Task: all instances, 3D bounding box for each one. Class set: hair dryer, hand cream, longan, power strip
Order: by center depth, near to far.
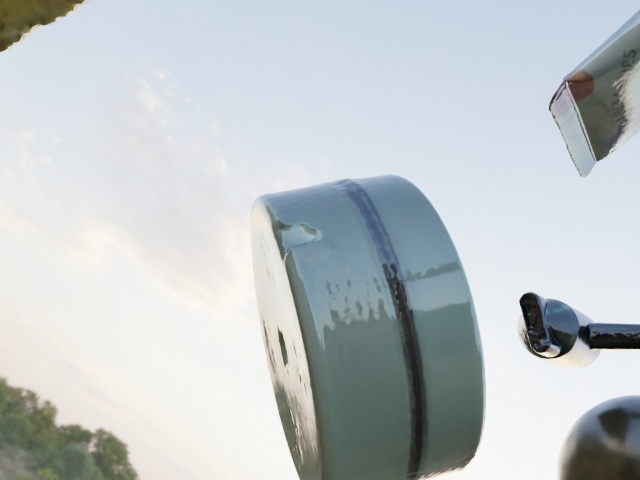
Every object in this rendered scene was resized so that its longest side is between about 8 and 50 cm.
[{"bbox_3d":[0.302,-0.181,0.437,0.124,0.341,0.077,34,16,-53],"label":"hand cream"},{"bbox_3d":[0.033,0.108,0.708,0.357,0.162,0.357,170,-90,-77],"label":"power strip"},{"bbox_3d":[0.510,0.160,1.135,0.303,0.116,0.244,-7,-18,34],"label":"hair dryer"},{"bbox_3d":[0.611,0.450,1.155,0.361,0.360,0.361,26,-29,15],"label":"longan"}]

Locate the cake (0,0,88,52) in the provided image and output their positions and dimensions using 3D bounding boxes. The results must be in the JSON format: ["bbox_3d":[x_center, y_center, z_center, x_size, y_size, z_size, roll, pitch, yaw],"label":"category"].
[{"bbox_3d":[-0.339,-0.324,0.540,0.223,0.227,0.286,-22,-45,9],"label":"cake"}]
